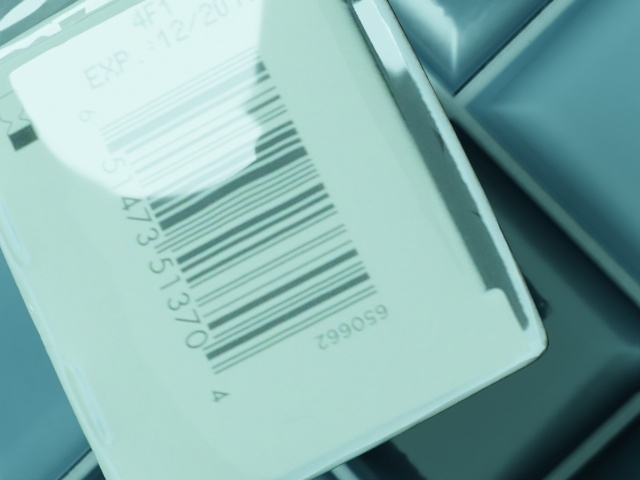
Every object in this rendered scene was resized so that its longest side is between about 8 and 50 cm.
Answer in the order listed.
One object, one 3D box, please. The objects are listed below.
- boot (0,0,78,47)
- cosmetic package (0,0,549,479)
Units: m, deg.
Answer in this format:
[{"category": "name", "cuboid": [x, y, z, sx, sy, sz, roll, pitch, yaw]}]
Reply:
[{"category": "boot", "cuboid": [-0.098, -0.228, 0.562, 0.338, 0.118, 0.223, -41, 102, -5]}, {"category": "cosmetic package", "cuboid": [0.000, 0.000, 0.469, 0.129, 0.296, 0.153, -27, 84, 7]}]
